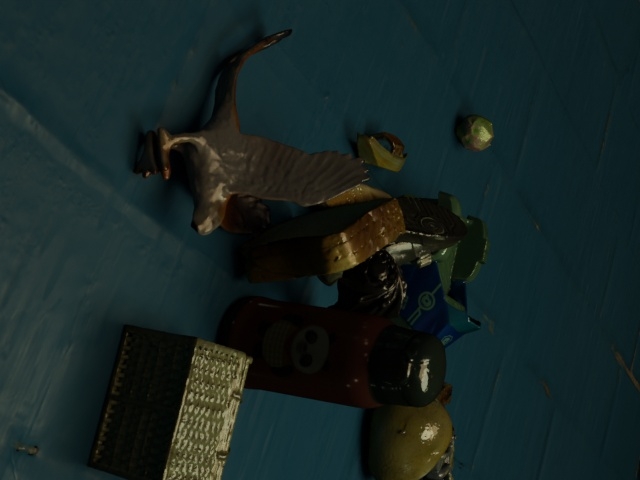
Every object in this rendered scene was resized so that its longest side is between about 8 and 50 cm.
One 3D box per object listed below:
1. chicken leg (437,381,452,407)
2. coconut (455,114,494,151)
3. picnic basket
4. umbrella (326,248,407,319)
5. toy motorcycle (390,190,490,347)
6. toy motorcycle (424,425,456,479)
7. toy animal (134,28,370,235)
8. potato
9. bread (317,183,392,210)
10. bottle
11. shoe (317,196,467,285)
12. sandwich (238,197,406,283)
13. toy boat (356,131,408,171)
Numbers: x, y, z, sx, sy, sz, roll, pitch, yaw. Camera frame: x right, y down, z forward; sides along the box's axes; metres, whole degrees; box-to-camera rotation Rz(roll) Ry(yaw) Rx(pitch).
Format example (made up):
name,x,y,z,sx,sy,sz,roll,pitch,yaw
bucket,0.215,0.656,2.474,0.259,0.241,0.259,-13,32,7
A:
name,x,y,z,sx,sy,sz,roll,pitch,yaw
chicken leg,0.220,0.357,2.015,0.125,0.080,0.196,76,29,-44
coconut,0.327,-0.229,2.087,0.082,0.081,0.083,106,-12,-66
picnic basket,-0.188,0.229,1.308,0.154,0.134,0.196,29,69,-56
umbrella,0.053,0.128,1.579,0.118,0.118,0.340,-57,172,-36
toy motorcycle,0.214,0.084,1.848,0.191,0.200,0.326,30,67,-55
toy motorcycle,0.250,0.467,2.078,0.124,0.061,0.193,58,42,-51
toy animal,-0.120,-0.159,1.370,0.302,0.225,0.284,-11,85,-44
potato,0.159,0.375,1.866,0.157,0.157,0.194,23,97,-56
bread,0.052,-0.069,1.707,0.214,0.053,0.073,13,91,-53
bottle,0.022,0.165,1.434,0.144,0.336,0.144,-10,102,-57
shoe,0.111,0.015,1.701,0.293,0.109,0.149,0,127,-34
sandwich,0.000,0.000,1.482,0.186,0.215,0.065,-33,108,-51
toy boat,0.110,-0.163,1.771,0.172,0.065,0.066,7,102,-62
